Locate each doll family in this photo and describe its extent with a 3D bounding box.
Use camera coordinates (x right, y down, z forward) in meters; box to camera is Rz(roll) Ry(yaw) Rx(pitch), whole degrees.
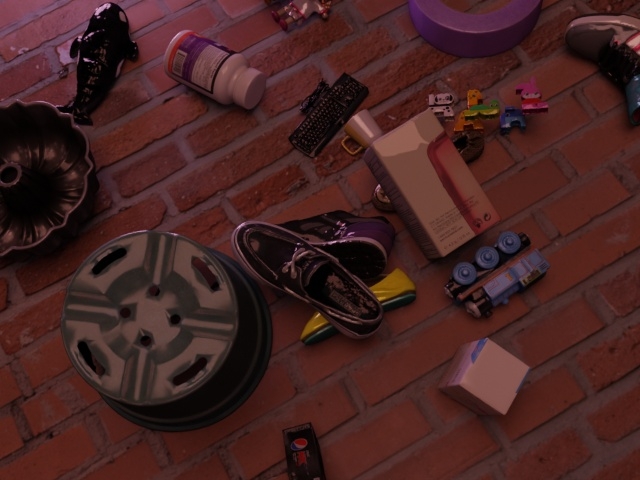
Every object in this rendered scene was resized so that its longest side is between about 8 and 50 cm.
[{"bbox_3d":[-0.075,-0.577,1.726,0.163,0.118,0.263,-37,69,-8],"label":"doll family"}]

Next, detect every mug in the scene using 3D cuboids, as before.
[{"bbox_3d":[0.086,-0.208,1.604,0.062,0.078,0.064,-30,74,-40],"label":"mug"}]

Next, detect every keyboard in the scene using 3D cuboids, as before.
[{"bbox_3d":[0.005,-0.263,1.638,0.100,0.038,0.192,34,75,18],"label":"keyboard"}]

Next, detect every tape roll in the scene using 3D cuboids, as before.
[{"bbox_3d":[0.317,-0.513,1.672,0.275,0.090,0.274,-3,68,7],"label":"tape roll"}]

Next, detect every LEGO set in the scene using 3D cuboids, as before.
[{"bbox_3d":[0.318,-0.263,1.579,0.227,0.087,0.093,-3,65,12],"label":"LEGO set"}]

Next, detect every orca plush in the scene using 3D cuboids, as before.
[{"bbox_3d":[-0.485,-0.392,1.711,0.151,0.102,0.287,23,73,15],"label":"orca plush"}]

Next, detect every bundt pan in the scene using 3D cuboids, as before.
[{"bbox_3d":[-0.583,-0.104,1.599,0.331,0.124,0.330,-2,69,6],"label":"bundt pan"}]

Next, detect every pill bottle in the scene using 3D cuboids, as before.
[{"bbox_3d":[-0.210,-0.341,1.656,0.194,0.108,0.108,29,75,16],"label":"pill bottle"}]

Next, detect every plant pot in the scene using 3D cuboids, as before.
[{"bbox_3d":[-0.248,0.137,1.315,0.341,0.334,0.341,1,78,-3],"label":"plant pot"}]

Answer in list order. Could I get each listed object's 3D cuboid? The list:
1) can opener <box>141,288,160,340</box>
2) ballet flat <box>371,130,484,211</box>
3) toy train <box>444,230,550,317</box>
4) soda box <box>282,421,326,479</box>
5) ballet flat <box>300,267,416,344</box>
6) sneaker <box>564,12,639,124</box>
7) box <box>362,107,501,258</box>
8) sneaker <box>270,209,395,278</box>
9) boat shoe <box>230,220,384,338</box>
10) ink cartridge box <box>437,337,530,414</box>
[{"bbox_3d":[-0.295,0.100,1.521,0.073,0.059,0.186,21,78,-4],"label":"can opener"},{"bbox_3d":[0.205,-0.138,1.553,0.250,0.058,0.084,-30,68,-5],"label":"ballet flat"},{"bbox_3d":[0.312,0.062,1.454,0.184,0.080,0.105,-34,75,-7],"label":"toy train"},{"bbox_3d":[-0.023,0.372,1.329,0.053,0.060,0.169,-17,24,0],"label":"soda box"},{"bbox_3d":[0.059,0.112,1.464,0.231,0.077,0.077,-22,69,-9],"label":"ballet flat"},{"bbox_3d":[0.591,-0.312,1.548,0.296,0.123,0.178,20,63,12],"label":"sneaker"},{"bbox_3d":[0.193,-0.095,1.452,0.127,0.148,0.232,-32,90,-4],"label":"box"},{"bbox_3d":[0.000,0.000,1.520,0.283,0.107,0.124,6,38,19],"label":"sneaker"},{"bbox_3d":[-0.023,0.056,1.381,0.301,0.102,0.108,37,72,9],"label":"boat shoe"},{"bbox_3d":[0.267,0.230,1.365,0.090,0.143,0.092,34,75,0],"label":"ink cartridge box"}]
